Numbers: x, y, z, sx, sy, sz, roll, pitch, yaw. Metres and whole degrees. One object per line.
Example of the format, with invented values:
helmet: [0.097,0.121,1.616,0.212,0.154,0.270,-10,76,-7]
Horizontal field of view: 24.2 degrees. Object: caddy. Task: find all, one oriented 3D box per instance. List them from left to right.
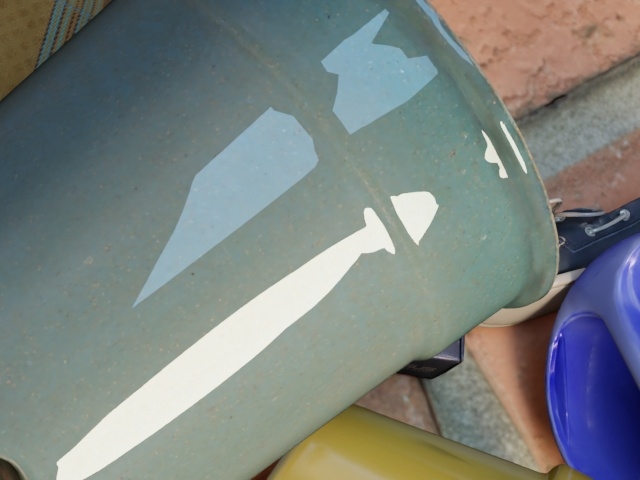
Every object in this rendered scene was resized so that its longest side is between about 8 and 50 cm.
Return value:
caddy: [0.315,0.147,1.110,0.179,0.241,0.341,1,48,-47]

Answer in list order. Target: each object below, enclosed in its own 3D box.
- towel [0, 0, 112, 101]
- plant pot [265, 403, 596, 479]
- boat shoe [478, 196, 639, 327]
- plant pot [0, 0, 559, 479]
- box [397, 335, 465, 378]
towel: [-0.294,-0.090,0.981,0.370,0.040,0.271,22,82,-31]
plant pot: [0.065,0.236,1.012,0.239,0.254,0.254,31,59,10]
boat shoe: [0.218,0.005,1.240,0.254,0.095,0.079,-17,76,-23]
plant pot: [-0.091,0.011,0.920,0.334,0.341,0.341,-41,89,-15]
box: [0.000,0.000,1.171,0.233,0.059,0.183,12,67,-18]
